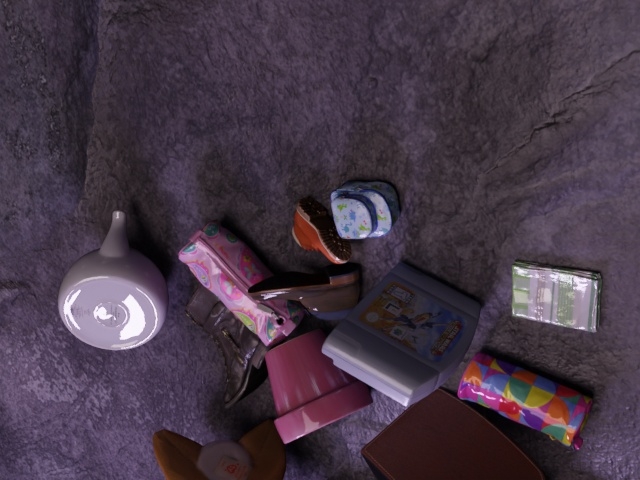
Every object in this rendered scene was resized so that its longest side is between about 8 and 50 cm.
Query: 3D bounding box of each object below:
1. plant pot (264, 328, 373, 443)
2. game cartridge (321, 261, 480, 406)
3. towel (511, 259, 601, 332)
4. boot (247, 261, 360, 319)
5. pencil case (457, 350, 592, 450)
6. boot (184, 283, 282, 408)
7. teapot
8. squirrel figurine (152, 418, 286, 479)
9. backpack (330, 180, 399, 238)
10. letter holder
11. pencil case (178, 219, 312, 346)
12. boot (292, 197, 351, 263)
[{"bbox_3d":[-0.018,0.284,1.777,0.201,0.201,0.180,-32,77,38],"label":"plant pot"},{"bbox_3d":[0.157,0.155,1.530,0.198,0.297,0.062,25,126,19],"label":"game cartridge"},{"bbox_3d":[0.403,0.098,1.524,0.152,0.023,0.113,9,115,28],"label":"towel"},{"bbox_3d":[-0.026,0.116,1.716,0.219,0.082,0.106,-10,112,2],"label":"boot"},{"bbox_3d":[0.367,0.287,1.590,0.236,0.104,0.104,25,123,21],"label":"pencil case"},{"bbox_3d":[-0.209,0.215,1.927,0.229,0.091,0.263,40,123,16],"label":"boot"},{"bbox_3d":[-0.448,0.108,1.957,0.256,0.187,0.252,-35,119,21],"label":"teapot"},{"bbox_3d":[-0.199,0.644,1.940,0.397,0.281,0.370,-119,29,-46],"label":"squirrel figurine"},{"bbox_3d":[0.081,-0.052,1.613,0.114,0.084,0.105,-2,114,28],"label":"backpack"},{"bbox_3d":[0.263,0.448,1.662,0.302,0.214,0.152,37,162,43],"label":"letter holder"},{"bbox_3d":[-0.155,0.089,1.797,0.284,0.124,0.124,45,127,9],"label":"pencil case"},{"bbox_3d":[0.000,0.000,1.690,0.158,0.059,0.084,52,136,31],"label":"boot"}]
